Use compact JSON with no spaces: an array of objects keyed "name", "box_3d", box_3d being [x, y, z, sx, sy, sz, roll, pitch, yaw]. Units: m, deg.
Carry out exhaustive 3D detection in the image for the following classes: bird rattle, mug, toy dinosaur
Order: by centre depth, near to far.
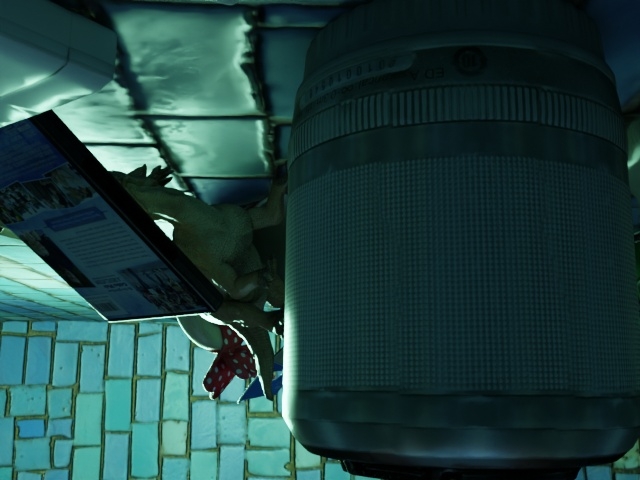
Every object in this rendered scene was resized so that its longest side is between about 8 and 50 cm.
[{"name":"toy dinosaur","box_3d":[-0.115,0.025,0.766,0.200,0.296,0.127,-1,-146,22]},{"name":"mug","box_3d":[-0.107,0.007,0.918,0.150,0.113,0.169,-5,179,-39]},{"name":"bird rattle","box_3d":[-0.160,0.105,1.136,0.143,0.254,0.207,-8,142,36]}]

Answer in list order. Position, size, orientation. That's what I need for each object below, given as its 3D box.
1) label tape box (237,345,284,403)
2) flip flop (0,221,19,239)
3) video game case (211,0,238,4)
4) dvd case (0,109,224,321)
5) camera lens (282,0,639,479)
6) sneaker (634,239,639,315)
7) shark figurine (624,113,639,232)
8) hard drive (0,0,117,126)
[{"name":"label tape box","box_3d":[0.061,0.141,1.075,0.115,0.348,0.249,44,179,14]},{"name":"flip flop","box_3d":[-0.499,-0.007,0.943,0.277,0.080,0.112,3,169,-13]},{"name":"video game case","box_3d":[-0.099,-0.160,0.278,0.201,0.023,0.183,7,168,-24]},{"name":"dvd case","box_3d":[-0.224,-0.015,0.676,0.180,0.022,0.253,-9,130,40]},{"name":"camera lens","box_3d":[0.086,0.009,0.478,0.219,0.274,0.219,0,169,0]},{"name":"sneaker","box_3d":[0.497,0.055,1.160,0.146,0.134,0.343,14,168,7]},{"name":"shark figurine","box_3d":[0.311,-0.040,0.653,0.166,0.116,0.278,-5,166,35]},{"name":"hard drive","box_3d":[-0.324,-0.130,0.384,0.233,0.047,0.353,-7,166,35]}]
